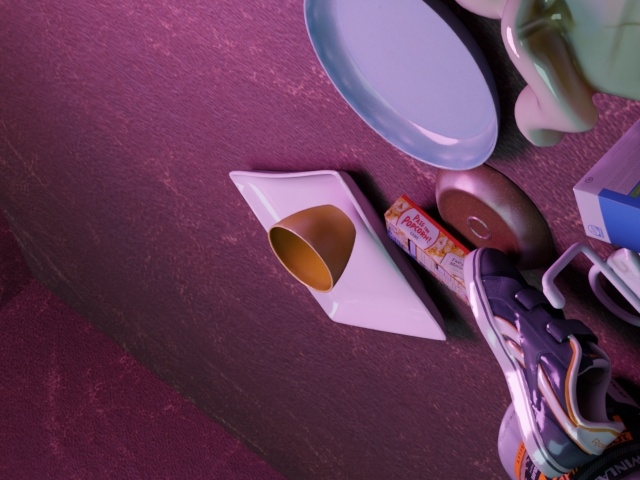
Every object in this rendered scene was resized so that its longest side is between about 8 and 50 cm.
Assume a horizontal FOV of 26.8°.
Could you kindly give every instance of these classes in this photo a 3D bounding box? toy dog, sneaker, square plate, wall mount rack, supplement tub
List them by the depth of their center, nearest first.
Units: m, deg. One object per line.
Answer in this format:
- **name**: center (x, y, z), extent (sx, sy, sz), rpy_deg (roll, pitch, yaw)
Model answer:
- **toy dog**: center (0.250, -0.241, 1.131), extent (0.408, 0.284, 0.395), rpy_deg (32, 153, 34)
- **wall mount rack**: center (0.429, 0.114, 1.598), extent (0.304, 0.130, 0.350), rpy_deg (47, 158, -3)
- **sneaker**: center (0.297, 0.136, 1.746), extent (0.127, 0.126, 0.321), rpy_deg (-33, 65, 30)
- **supplement tub**: center (0.392, 0.335, 1.797), extent (0.207, 0.207, 0.338), rpy_deg (61, 176, -32)
- **square plate**: center (0.033, 0.010, 2.216), extent (0.344, 0.049, 0.347), rpy_deg (55, 156, -22)

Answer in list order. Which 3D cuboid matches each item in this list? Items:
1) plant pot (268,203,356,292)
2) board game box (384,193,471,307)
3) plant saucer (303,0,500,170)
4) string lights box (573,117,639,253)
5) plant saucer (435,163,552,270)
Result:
- **plant pot**: center (0.000, 0.000, 2.069), extent (0.134, 0.095, 0.134), rpy_deg (37, 155, 21)
- **board game box**: center (0.179, 0.026, 1.941), extent (0.193, 0.045, 0.147), rpy_deg (42, 175, 11)
- **plant saucer**: center (0.109, -0.225, 1.700), extent (0.317, 0.043, 0.318), rpy_deg (37, 155, 20)
- **string lights box**: center (0.407, -0.036, 1.380), extent (0.259, 0.133, 0.077), rpy_deg (24, 148, 43)
- **plant saucer**: center (0.226, -0.026, 1.838), extent (0.198, 0.036, 0.199), rpy_deg (38, 156, 20)
